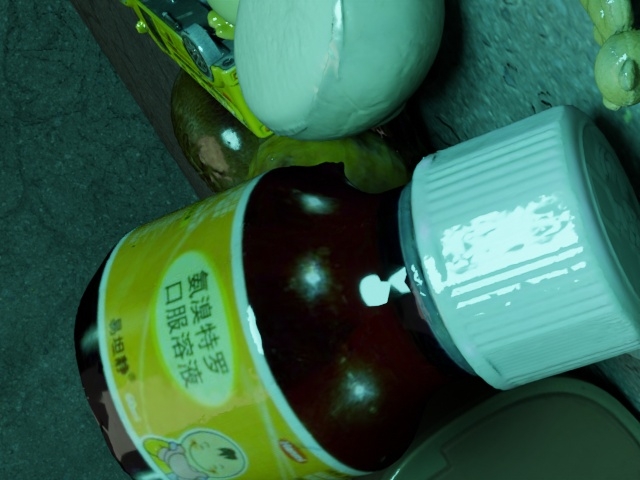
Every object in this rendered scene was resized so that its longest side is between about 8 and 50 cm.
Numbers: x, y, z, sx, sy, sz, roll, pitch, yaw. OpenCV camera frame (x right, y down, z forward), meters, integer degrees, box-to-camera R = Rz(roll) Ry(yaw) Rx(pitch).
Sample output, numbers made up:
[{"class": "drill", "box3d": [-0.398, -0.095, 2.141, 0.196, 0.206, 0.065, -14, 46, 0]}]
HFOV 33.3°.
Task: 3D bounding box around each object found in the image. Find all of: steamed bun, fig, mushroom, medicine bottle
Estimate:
[{"class": "steamed bun", "box3d": [0.018, -0.170, 0.856, 0.228, 0.130, 0.177, 142, 119, -62]}, {"class": "fig", "box3d": [0.013, -0.065, 1.011, 0.257, 0.159, 0.159, -81, -32, -57]}, {"class": "mushroom", "box3d": [-0.097, -0.134, 1.395, 0.253, 0.153, 0.253, 51, -172, -10]}, {"class": "medicine bottle", "box3d": [0.031, 0.039, 0.775, 0.242, 0.395, 0.242, 45, -149, -36]}]

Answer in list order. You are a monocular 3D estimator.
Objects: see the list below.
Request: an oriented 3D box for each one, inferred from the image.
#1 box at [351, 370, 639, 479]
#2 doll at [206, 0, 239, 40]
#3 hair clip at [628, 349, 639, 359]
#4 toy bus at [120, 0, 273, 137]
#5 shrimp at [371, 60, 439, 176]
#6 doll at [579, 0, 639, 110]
[{"class": "box", "box3d": [0.171, 0.256, 1.075, 0.301, 0.301, 0.216, 59, 174, -12]}, {"class": "doll", "box3d": [-0.061, -0.283, 0.952, 0.296, 0.117, 0.141, 102, 170, -73]}, {"class": "hair clip", "box3d": [0.286, 0.111, 0.771, 0.220, 0.054, 0.140, 44, 160, 40]}, {"class": "toy bus", "box3d": [-0.122, -0.260, 1.232, 0.330, 0.144, 0.152, 45, 165, 41]}, {"class": "shrimp", "box3d": [0.106, -0.082, 0.969, 0.233, 0.071, 0.365, 65, 173, -15]}, {"class": "doll", "box3d": [0.164, -0.122, 0.613, 0.093, 0.051, 0.061, 54, 176, 20]}]
